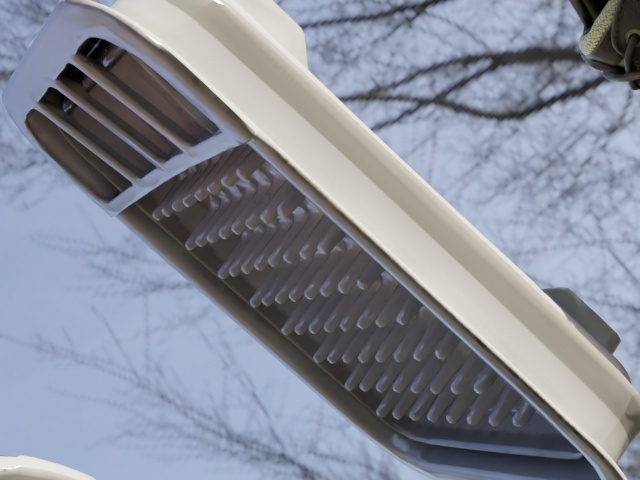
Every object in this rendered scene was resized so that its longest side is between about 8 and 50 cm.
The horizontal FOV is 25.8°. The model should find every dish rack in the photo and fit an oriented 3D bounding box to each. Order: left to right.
[{"bbox_3d":[0.000,0.000,0.697,0.072,0.333,0.285,-50,11,-17],"label":"dish rack"}]

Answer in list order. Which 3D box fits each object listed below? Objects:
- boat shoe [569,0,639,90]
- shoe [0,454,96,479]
[{"bbox_3d":[0.149,-0.104,0.640,0.073,0.224,0.080,-28,-9,-15],"label":"boat shoe"},{"bbox_3d":[-0.165,0.099,0.524,0.178,0.081,0.063,7,-80,-33],"label":"shoe"}]
